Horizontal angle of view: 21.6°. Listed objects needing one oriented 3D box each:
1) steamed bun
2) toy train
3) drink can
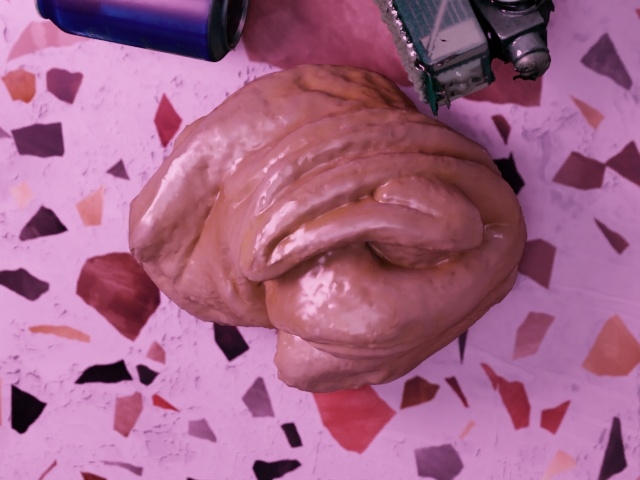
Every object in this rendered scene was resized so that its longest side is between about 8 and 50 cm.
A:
[{"bbox_3d":[0.005,-0.002,1.651,0.372,0.230,0.325,31,111,2],"label":"steamed bun"},{"bbox_3d":[0.120,-0.259,1.576,0.154,0.115,0.269,-22,69,0],"label":"toy train"},{"bbox_3d":[-0.179,-0.251,1.687,0.205,0.118,0.118,12,106,9],"label":"drink can"}]
